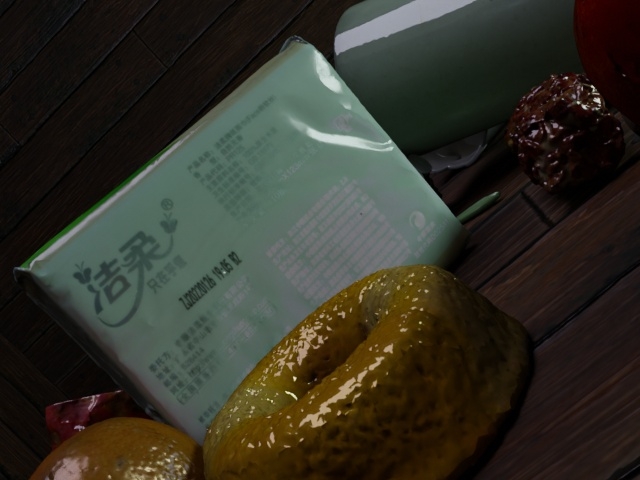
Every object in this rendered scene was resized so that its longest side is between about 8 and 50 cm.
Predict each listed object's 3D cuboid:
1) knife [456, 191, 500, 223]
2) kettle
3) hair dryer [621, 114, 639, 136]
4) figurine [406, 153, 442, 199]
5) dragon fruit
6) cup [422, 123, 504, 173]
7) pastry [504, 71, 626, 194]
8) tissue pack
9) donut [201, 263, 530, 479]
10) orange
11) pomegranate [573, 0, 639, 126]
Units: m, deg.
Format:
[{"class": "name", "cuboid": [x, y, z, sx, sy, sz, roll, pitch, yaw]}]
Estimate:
[{"class": "knife", "cuboid": [0.179, -0.021, 1.055, 0.207, 0.014, 0.030, -37, 10, 48]}, {"class": "kettle", "cuboid": [0.234, -0.333, 1.065, 0.377, 0.360, 0.250, -15, -17, 40]}, {"class": "hair dryer", "cuboid": [0.363, -0.167, 0.717, 0.182, 0.064, 0.117, -38, -1, -43]}, {"class": "figurine", "cuboid": [0.116, -0.049, 1.167, 0.147, 0.126, 0.192, -62, 0, -39]}, {"class": "dragon fruit", "cuboid": [-0.201, 0.261, 0.989, 0.212, 0.134, 0.262, -26, -24, 20]}, {"class": "cup", "cuboid": [0.266, -0.294, 1.360, 0.257, 0.219, 0.289, -46, -3, -36]}, {"class": "pastry", "cuboid": [0.258, -0.117, 0.808, 0.115, 0.097, 0.208, -35, 9, 13]}, {"class": "tissue pack", "cuboid": [-0.078, 0.028, 0.872, 0.405, 0.331, 0.205, -45, 8, -22]}, {"class": "donut", "cuboid": [0.021, 0.127, 0.611, 0.303, 0.110, 0.303, -41, 7, 6]}, {"class": "orange", "cuboid": [-0.173, 0.262, 0.631, 0.224, 0.170, 0.224, -59, -12, -21]}, {"class": "pomegranate", "cuboid": [0.287, -0.171, 0.524, 0.235, 0.210, 0.210, -14, -17, -45]}]
